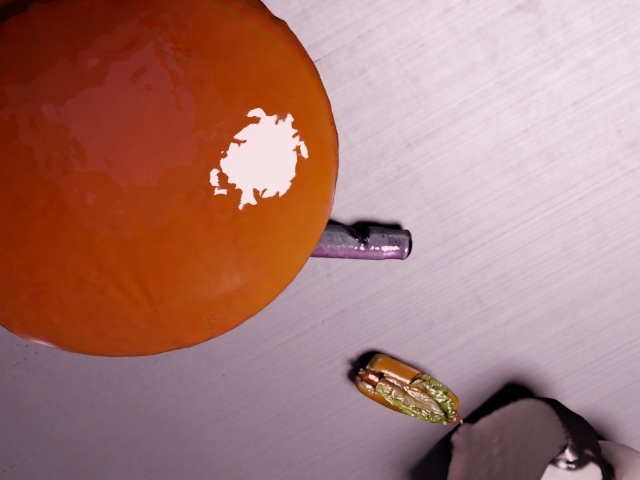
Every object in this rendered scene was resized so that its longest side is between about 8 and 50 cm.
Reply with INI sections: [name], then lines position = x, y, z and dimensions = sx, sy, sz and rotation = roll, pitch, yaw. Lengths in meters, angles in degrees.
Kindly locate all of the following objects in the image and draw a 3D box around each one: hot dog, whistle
[hot dog]
position = 0.094, 0.157, 1.332
dimensions = 0.133, 0.041, 0.056
rotation = 27, 113, -22
[whistle]
position = 0.000, 0.000, 1.231
dimensions = 0.176, 0.033, 0.033
rotation = 2, 119, -11

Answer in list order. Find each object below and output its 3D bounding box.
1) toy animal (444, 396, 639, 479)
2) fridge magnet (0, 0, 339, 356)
[toy animal]
position = 0.257, 0.280, 1.359
dimensions = 0.235, 0.165, 0.187
rotation = 37, 91, -23
[fridge magnet]
position = -0.166, -0.066, 1.089
dimensions = 0.363, 0.155, 0.364
rotation = -3, 118, -6
